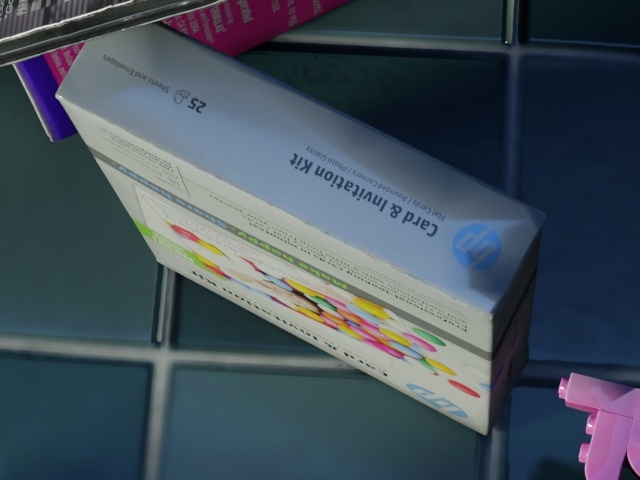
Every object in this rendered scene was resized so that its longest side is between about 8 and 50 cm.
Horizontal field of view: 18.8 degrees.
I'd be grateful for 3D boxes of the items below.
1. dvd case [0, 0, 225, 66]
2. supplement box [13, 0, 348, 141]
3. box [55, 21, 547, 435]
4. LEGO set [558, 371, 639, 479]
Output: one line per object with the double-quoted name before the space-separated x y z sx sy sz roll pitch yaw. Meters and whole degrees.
"dvd case" -0.107 -0.126 0.609 0.221 0.018 0.164 -11 65 36
"supplement box" -0.032 -0.146 0.719 0.220 0.114 0.111 -26 73 -6
"box" 0.000 0.000 0.633 0.145 0.186 0.038 27 79 11
"LEGO set" 0.082 0.146 0.642 0.093 0.087 0.227 13 81 11
